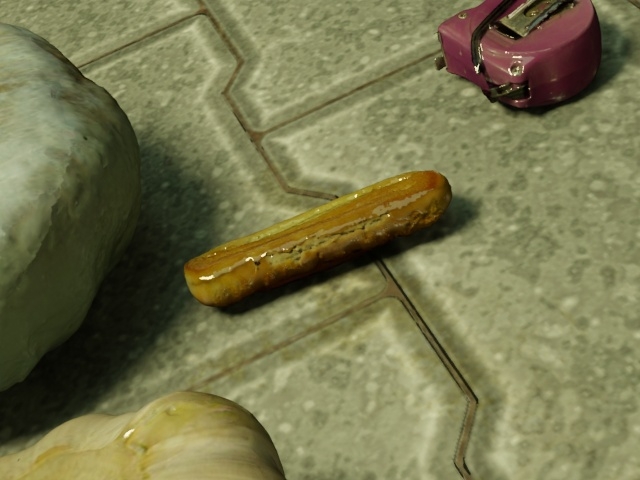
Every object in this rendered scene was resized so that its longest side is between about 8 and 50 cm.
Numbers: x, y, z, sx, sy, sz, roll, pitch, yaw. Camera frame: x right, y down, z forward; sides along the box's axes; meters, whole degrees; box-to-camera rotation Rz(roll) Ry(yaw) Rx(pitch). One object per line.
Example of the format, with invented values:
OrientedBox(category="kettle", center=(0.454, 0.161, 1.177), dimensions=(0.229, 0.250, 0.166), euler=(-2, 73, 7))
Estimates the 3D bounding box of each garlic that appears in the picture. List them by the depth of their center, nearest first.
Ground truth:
OrientedBox(category="garlic", center=(-0.107, 0.195, 0.616), dimensions=(0.228, 0.152, 0.228), euler=(-15, 45, 16))

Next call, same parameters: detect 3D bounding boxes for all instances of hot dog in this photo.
OrientedBox(category="hot dog", center=(0.000, 0.000, 0.855), dimensions=(0.216, 0.047, 0.066), euler=(-22, 28, -2))

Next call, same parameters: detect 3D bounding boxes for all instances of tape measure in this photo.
OrientedBox(category="tape measure", center=(0.174, -0.166, 0.940), dimensions=(0.125, 0.074, 0.118), euler=(-36, 45, -14))

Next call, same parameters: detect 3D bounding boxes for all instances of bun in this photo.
OrientedBox(category="bun", center=(-0.304, -0.015, 0.865), dimensions=(0.362, 0.211, 0.362), euler=(-12, 45, 12))
